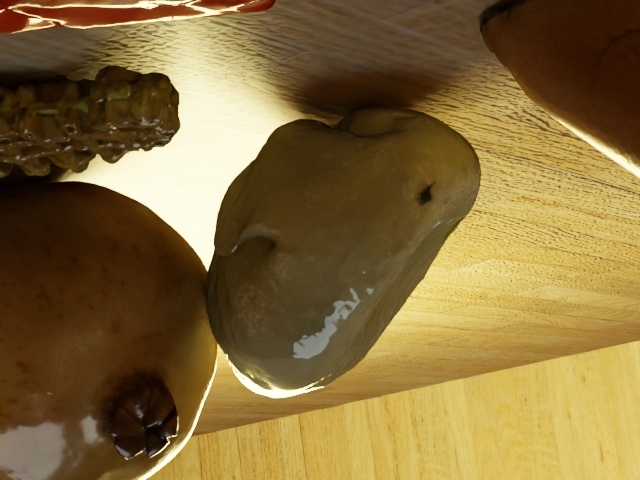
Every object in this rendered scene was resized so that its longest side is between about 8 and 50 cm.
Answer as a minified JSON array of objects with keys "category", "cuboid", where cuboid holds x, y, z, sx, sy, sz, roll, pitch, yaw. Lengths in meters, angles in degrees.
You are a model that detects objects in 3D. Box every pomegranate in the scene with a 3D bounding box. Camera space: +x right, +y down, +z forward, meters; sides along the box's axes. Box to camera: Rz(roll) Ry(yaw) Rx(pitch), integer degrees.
[{"category":"pomegranate","cuboid":[-0.229,0.082,1.136,0.307,0.307,0.307,-7,167,-2]}]

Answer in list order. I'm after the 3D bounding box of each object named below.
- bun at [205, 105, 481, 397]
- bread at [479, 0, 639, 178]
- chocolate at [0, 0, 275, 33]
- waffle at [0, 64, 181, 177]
[{"category":"bun","cuboid":[0.000,0.000,1.079,0.160,0.259,0.259,35,171,9]},{"category":"bread","cuboid":[0.206,-0.139,0.887,0.140,0.169,0.160,9,119,-53]},{"category":"chocolate","cuboid":[-0.126,-0.157,0.495,0.234,0.108,0.237,-7,168,-6]},{"category":"waffle","cuboid":[-0.189,-0.082,0.907,0.194,0.051,0.149,3,164,-21]}]
